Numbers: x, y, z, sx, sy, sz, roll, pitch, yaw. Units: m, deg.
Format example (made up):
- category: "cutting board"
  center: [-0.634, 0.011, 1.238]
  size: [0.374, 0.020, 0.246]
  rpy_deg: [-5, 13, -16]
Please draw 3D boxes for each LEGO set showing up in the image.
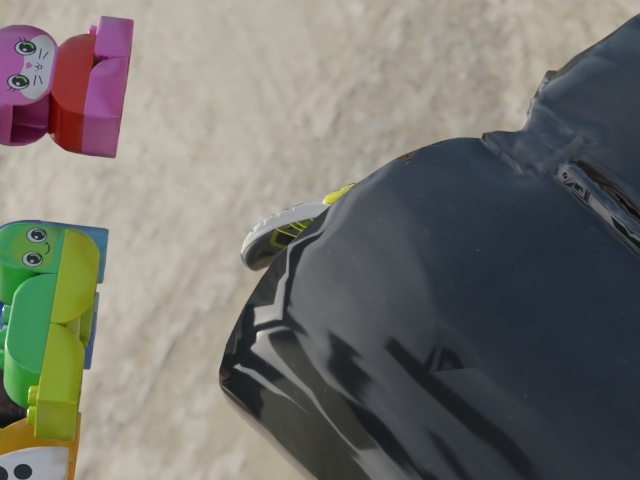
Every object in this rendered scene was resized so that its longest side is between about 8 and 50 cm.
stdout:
- category: "LEGO set"
  center: [-0.117, 0.034, 0.593]
  size: [0.087, 0.093, 0.227]
  rpy_deg: [102, 173, -47]

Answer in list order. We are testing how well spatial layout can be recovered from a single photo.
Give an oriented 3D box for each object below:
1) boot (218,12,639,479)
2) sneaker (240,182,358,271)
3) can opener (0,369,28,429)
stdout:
- category: "boot"
  center: [0.088, 0.140, 0.458]
  size: [0.445, 0.367, 0.146]
  rpy_deg: [53, 157, 41]
- category: "sneaker"
  center: [0.000, 0.000, 0.922]
  size: [0.083, 0.031, 0.035]
  rpy_deg: [-25, 74, 23]
- category: "can opener"
  center: [-0.131, 0.076, 0.689]
  size: [0.186, 0.073, 0.059]
  rpy_deg: [-112, 20, -45]
